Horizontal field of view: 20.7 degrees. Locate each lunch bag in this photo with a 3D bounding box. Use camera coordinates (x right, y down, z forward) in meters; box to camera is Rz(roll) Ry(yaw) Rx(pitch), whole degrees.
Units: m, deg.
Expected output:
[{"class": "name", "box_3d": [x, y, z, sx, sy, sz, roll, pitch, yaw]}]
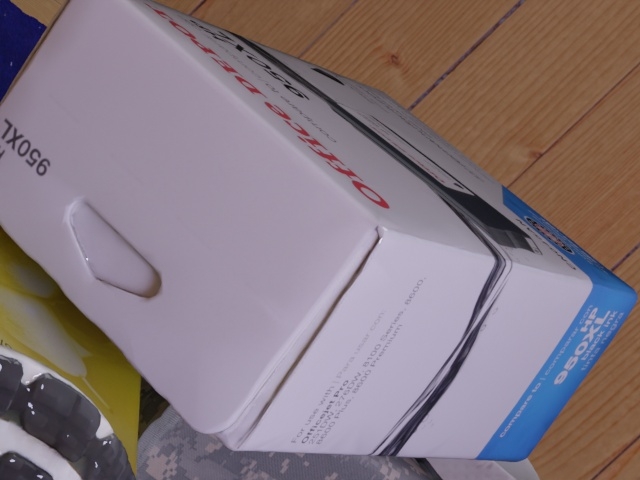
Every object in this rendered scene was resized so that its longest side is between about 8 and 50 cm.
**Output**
[{"class": "lunch bag", "box_3d": [-0.061, 0.137, 1.314, 0.235, 0.169, 0.287, 36, 6, -24]}]

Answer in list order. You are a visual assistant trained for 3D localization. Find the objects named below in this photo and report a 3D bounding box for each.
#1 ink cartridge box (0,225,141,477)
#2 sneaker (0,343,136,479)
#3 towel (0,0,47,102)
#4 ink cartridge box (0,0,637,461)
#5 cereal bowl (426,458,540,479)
[{"class": "ink cartridge box", "box_3d": [-0.234, 0.051, 1.041, 0.303, 0.072, 0.307, 43, 12, -21]}, {"class": "sneaker", "box_3d": [-0.246, 0.053, 0.822, 0.410, 0.158, 0.182, 44, -3, -37]}, {"class": "towel", "box_3d": [-0.243, -0.067, 1.530, 0.308, 0.076, 0.228, 37, 48, -52]}, {"class": "ink cartridge box", "box_3d": [0.000, 0.000, 1.183, 0.285, 0.166, 0.395, 41, 14, 28]}, {"class": "cereal bowl", "box_3d": [0.084, 0.199, 1.937, 0.339, 0.141, 0.339, 45, 6, -7]}]
